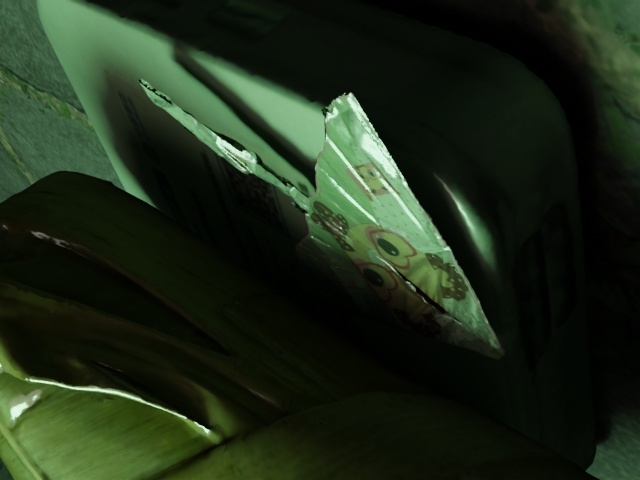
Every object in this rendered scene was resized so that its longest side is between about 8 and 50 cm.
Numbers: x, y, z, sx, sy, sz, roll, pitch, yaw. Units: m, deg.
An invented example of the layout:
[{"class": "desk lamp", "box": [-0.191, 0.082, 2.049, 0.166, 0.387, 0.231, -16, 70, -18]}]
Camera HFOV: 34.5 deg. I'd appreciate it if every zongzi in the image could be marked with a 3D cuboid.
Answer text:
[{"class": "zongzi", "box": [-0.026, 0.058, 0.566, 0.500, 0.218, 0.467, 53, 135, 1]}]

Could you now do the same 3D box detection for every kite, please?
[{"class": "kite", "box": [-0.003, -0.018, 0.540, 0.250, 0.012, 0.229, 36, 154, 13]}]

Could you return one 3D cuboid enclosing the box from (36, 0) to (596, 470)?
[{"class": "box", "box": [0.001, -0.001, 0.721, 0.396, 0.111, 0.396, 29, 151, 35]}]
